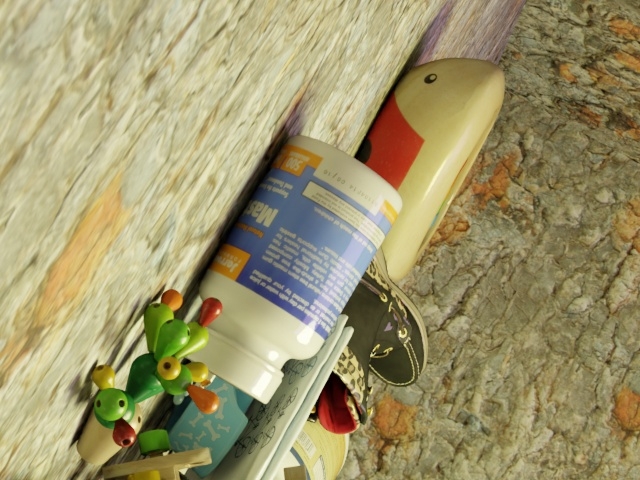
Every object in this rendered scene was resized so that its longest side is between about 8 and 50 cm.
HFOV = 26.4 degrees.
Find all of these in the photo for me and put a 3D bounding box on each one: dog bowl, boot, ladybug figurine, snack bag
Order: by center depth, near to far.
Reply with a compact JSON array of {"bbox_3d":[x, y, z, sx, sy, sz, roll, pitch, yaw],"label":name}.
[{"bbox_3d":[-0.105,0.159,1.751,0.297,0.074,0.166,-59,-172,-8],"label":"dog bowl"},{"bbox_3d":[-0.103,0.255,1.777,0.323,0.037,0.342,-61,-166,-22],"label":"snack bag"},{"bbox_3d":[0.054,0.176,2.111,0.377,0.138,0.284,67,28,-42],"label":"boot"},{"bbox_3d":[0.146,-0.115,2.226,0.449,0.162,0.305,-64,172,30],"label":"ladybug figurine"}]

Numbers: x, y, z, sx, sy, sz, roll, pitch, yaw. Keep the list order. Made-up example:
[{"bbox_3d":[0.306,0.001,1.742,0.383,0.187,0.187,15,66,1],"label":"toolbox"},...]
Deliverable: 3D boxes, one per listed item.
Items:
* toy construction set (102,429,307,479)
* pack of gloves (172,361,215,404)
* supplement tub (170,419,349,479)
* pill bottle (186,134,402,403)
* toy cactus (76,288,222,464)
[{"bbox_3d":[-0.140,0.298,1.468,0.257,0.309,0.237,34,44,-56],"label":"toy construction set"},{"bbox_3d":[-0.120,0.089,1.666,0.232,0.046,0.195,-59,-171,-26],"label":"pack of gloves"},{"bbox_3d":[-0.086,0.331,2.115,0.228,0.228,0.316,-63,173,24],"label":"supplement tub"},{"bbox_3d":[-0.038,0.034,1.492,0.272,0.152,0.152,-59,174,-8],"label":"pill bottle"},{"bbox_3d":[-0.166,0.147,1.302,0.180,0.112,0.219,-52,-174,24],"label":"toy cactus"}]
